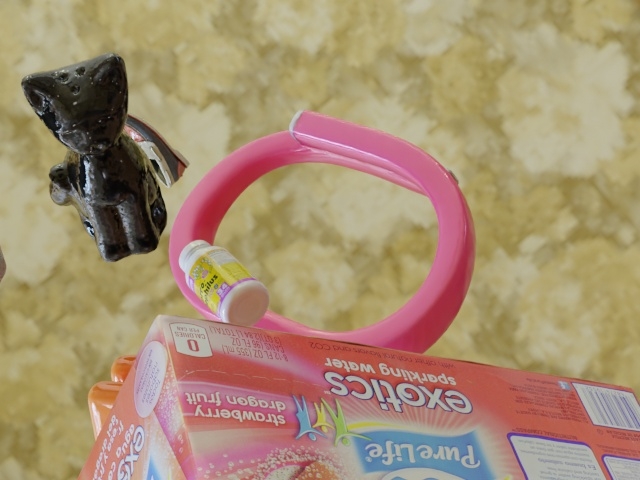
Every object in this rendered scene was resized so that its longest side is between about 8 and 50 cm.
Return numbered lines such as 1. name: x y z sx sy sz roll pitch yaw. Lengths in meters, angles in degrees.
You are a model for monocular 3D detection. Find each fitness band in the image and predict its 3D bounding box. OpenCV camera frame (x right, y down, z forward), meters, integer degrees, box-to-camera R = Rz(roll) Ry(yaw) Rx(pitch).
1. fitness band: 0.000 0.000 1.284 0.209 0.290 0.054 -59 -37 -14

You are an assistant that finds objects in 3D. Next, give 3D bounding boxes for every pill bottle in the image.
1. pill bottle: -0.079 0.033 1.211 0.043 0.083 0.043 -21 -49 -27

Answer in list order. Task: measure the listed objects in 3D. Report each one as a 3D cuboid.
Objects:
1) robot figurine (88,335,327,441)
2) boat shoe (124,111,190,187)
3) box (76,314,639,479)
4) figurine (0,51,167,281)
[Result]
1. robot figurine: -0.056 0.130 1.100 0.219 0.128 0.158 0 -15 17
2. boat shoe: -0.221 -0.119 1.957 0.043 0.049 0.137 -52 -45 -8
3. box: 0.040 0.157 0.782 0.299 0.154 0.142 10 -54 -27
4. figurine: -0.227 -0.049 1.098 0.214 0.092 0.209 -18 -25 -8
